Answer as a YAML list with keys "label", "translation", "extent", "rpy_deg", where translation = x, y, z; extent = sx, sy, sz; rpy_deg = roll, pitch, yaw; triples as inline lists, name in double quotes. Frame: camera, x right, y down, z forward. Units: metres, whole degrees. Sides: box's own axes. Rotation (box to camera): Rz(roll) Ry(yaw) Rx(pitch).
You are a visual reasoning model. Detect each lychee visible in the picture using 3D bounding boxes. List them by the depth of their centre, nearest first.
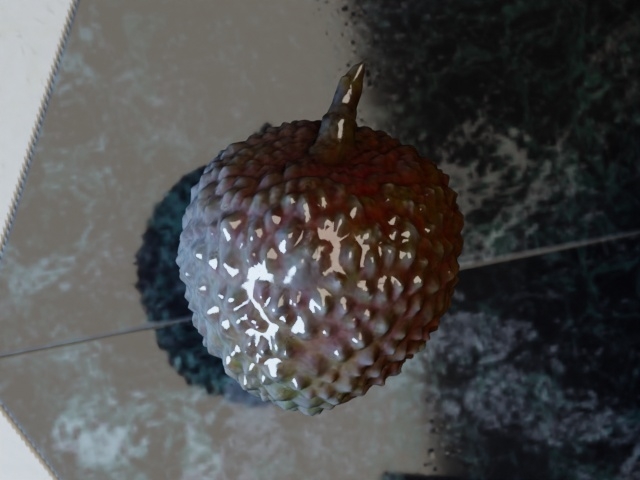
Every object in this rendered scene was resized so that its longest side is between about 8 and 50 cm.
- label: "lychee"
  translation: [0.000, 0.000, 0.889]
  extent: [0.165, 0.165, 0.197]
  rpy_deg: [-2, 114, -15]
